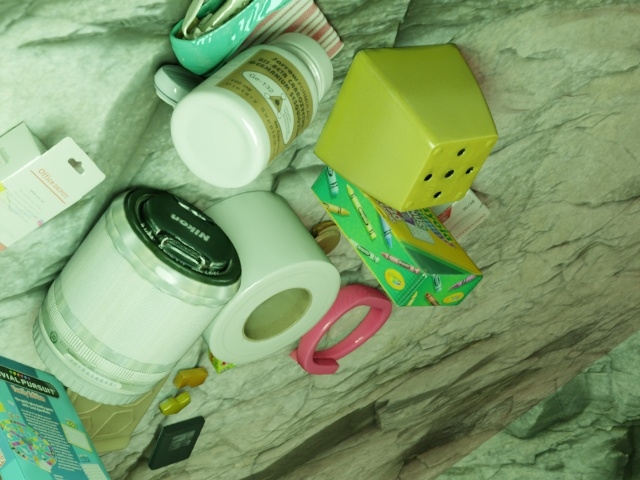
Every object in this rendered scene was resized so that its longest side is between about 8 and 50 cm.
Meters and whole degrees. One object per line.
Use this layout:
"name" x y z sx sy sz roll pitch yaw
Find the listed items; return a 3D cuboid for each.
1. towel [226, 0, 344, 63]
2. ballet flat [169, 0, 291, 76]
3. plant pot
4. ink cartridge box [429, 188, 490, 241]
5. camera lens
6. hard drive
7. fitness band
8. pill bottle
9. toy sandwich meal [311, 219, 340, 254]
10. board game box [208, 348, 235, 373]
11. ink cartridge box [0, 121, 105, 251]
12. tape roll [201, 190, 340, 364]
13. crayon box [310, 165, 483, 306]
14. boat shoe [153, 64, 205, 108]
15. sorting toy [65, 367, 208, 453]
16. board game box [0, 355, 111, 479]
"towel" -0.055 -0.272 1.443 0.144 0.029 0.197 -40 153 5
"ballet flat" -0.092 -0.311 1.298 0.247 0.083 0.087 -43 136 8
"plant pot" 0.152 -0.165 1.645 0.212 0.187 0.212 -12 143 -37
"ink cartridge box" 0.262 -0.062 2.036 0.099 0.056 0.135 -41 150 8
"camera lens" -0.265 0.078 1.518 0.219 0.219 0.274 10 126 -52
"hard drive" -0.300 0.423 2.167 0.094 0.022 0.135 -12 142 -37
"fitness band" 0.045 0.182 2.115 0.209 0.054 0.291 -49 158 10
"pill bottle" -0.077 -0.174 1.322 0.229 0.131 0.131 -50 167 -47
"toy sandwich meal" 0.000 0.000 1.882 0.086 0.029 0.085 -28 154 -15
"board game box" -0.124 0.180 1.988 0.181 0.043 0.092 -23 148 -22
"ink cartridge box" -0.390 -0.071 1.333 0.198 0.067 0.115 -34 151 -2
"tape roll" -0.111 0.062 1.710 0.246 0.169 0.246 -27 148 -18
"crayon box" 0.126 -0.015 1.738 0.165 0.278 0.081 3 133 -48
"boat shoe" -0.156 -0.169 1.420 0.076 0.083 0.226 -47 149 16
"sorting toy" -0.365 0.301 1.920 0.307 0.041 0.229 -1 131 -46
"board game box" -0.433 0.330 1.581 0.079 0.336 0.254 -39 150 5
